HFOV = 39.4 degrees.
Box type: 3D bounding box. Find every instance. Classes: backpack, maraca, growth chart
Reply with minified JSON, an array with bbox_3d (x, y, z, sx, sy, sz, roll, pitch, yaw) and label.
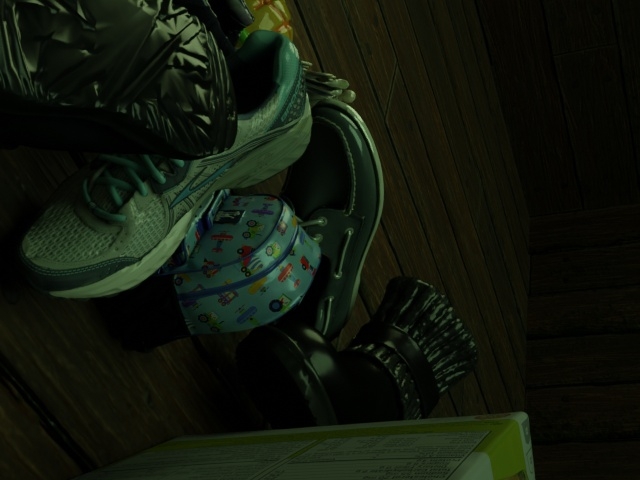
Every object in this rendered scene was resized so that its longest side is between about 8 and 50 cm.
[{"bbox_3d":[-0.094,0.013,0.797,0.158,0.173,0.117,-65,142,-53],"label":"backpack"},{"bbox_3d":[-0.094,-0.263,1.007,0.186,0.099,0.127,62,11,21],"label":"maraca"},{"bbox_3d":[-0.057,-0.172,0.971,0.237,0.172,0.021,10,82,-66],"label":"growth chart"}]

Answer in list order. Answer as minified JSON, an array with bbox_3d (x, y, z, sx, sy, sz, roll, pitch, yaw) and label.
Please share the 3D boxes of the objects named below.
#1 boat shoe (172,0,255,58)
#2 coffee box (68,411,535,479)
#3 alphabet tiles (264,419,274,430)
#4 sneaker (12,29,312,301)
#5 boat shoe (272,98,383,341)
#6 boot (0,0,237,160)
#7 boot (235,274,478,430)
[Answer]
[{"bbox_3d":[-0.177,-0.233,0.684,0.340,0.158,0.127,45,42,-58],"label":"boat shoe"},{"bbox_3d":[-0.021,0.329,0.646,0.334,0.338,0.338,-1,84,-69],"label":"coffee box"},{"bbox_3d":[-0.034,0.377,1.054,0.342,0.011,0.285,56,33,-49],"label":"alphabet tiles"},{"bbox_3d":[-0.124,-0.072,0.690,0.283,0.110,0.122,-42,159,-24],"label":"sneaker"},{"bbox_3d":[-0.004,-0.004,1.046,0.099,0.116,0.319,-40,143,-51],"label":"boat shoe"},{"bbox_3d":[-0.192,-0.084,0.525,0.246,0.207,0.094,-2,84,-64],"label":"boot"},{"bbox_3d":[0.054,0.132,1.028,0.260,0.131,0.348,-47,146,-20],"label":"boot"}]
